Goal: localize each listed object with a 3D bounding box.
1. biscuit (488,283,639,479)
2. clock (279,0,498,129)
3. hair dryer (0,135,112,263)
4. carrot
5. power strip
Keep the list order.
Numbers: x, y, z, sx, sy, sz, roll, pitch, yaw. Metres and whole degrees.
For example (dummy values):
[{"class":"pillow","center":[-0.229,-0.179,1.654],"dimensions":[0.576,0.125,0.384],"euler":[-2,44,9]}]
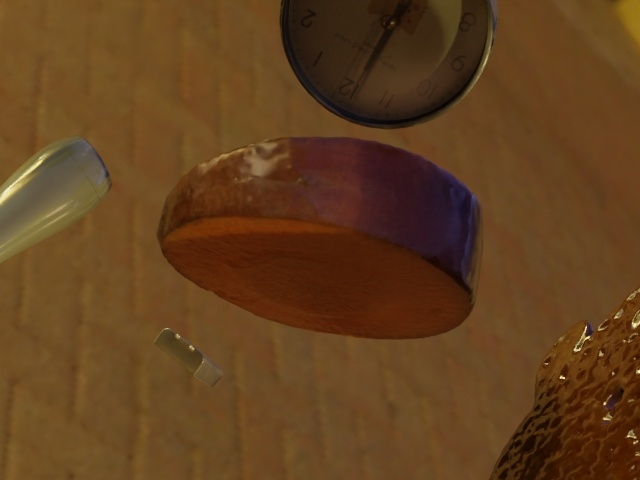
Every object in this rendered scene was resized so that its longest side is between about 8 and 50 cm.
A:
[{"class":"biscuit","center":[0.293,0.159,1.628],"dimensions":[0.070,0.394,0.350],"euler":[41,2,-20]},{"class":"clock","center":[0.068,-0.224,1.868],"dimensions":[0.226,0.226,0.049],"euler":[50,16,-7]},{"class":"hair dryer","center":[-0.330,-0.013,1.767],"dimensions":[0.237,0.206,0.075],"euler":[-9,-64,56]},{"class":"carrot","center":[0.000,0.000,1.730],"dimensions":[0.258,0.307,0.100],"euler":[100,0,-60]},{"class":"power strip","center":[-0.150,0.137,2.131],"dimensions":[0.060,0.027,0.252],"euler":[38,-5,8]}]
